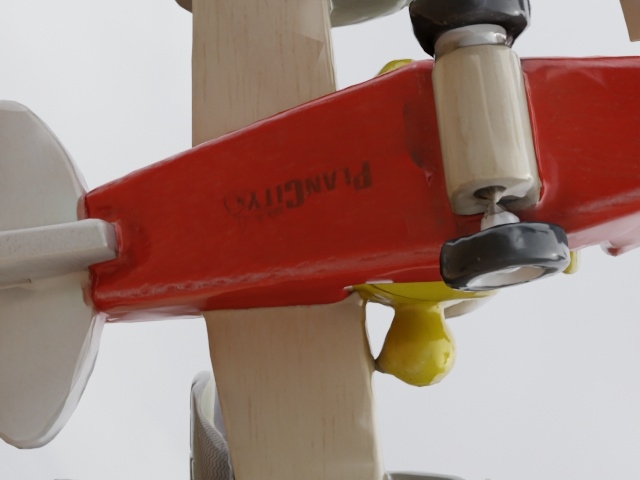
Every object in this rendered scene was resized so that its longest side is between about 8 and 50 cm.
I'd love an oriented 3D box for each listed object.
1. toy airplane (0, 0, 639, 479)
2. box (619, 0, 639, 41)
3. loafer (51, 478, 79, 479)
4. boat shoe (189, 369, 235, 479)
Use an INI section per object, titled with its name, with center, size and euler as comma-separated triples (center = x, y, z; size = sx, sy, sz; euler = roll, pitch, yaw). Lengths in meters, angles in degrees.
[toy airplane]
center = 0.000, 0.000, 1.064
size = 0.384, 0.386, 0.272
euler = 37, 11, 30
[box]
center = 0.188, -0.220, 1.071
size = 0.038, 0.145, 0.186
euler = -4, -68, 36
[loafer]
center = -0.178, 0.227, 1.251
size = 0.061, 0.062, 0.170
euler = 20, -74, 42
[boat shoe]
center = -0.033, 0.165, 1.605
size = 0.355, 0.130, 0.132
euler = -46, 135, -85
